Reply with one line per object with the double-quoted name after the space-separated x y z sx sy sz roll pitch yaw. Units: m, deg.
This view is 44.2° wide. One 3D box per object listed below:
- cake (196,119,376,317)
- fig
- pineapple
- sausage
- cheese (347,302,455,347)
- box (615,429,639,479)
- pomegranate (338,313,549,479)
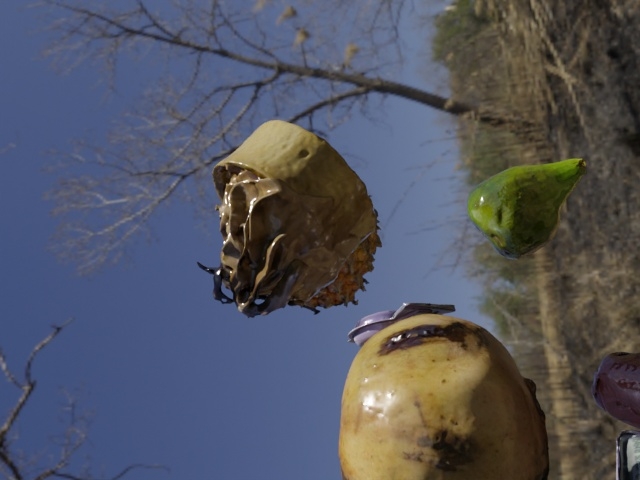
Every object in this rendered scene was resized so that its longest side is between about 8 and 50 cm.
-0.100 -0.017 1.506 0.321 0.332 0.332 -49 -43 -24 "cake"
0.473 -0.096 1.769 0.206 0.275 0.206 48 -175 -5 "fig"
0.003 0.001 2.205 0.352 0.352 0.300 -58 -14 -61 "pineapple"
0.658 0.306 1.540 0.152 0.280 0.152 -4 -81 -29 "sausage"
0.111 0.129 1.203 0.105 0.191 0.042 6 -117 -31 "cheese"
0.561 0.502 1.349 0.190 0.112 0.369 -73 -25 -43 "box"
0.160 0.255 1.062 0.322 0.322 0.322 -6 -90 -71 "pomegranate"
